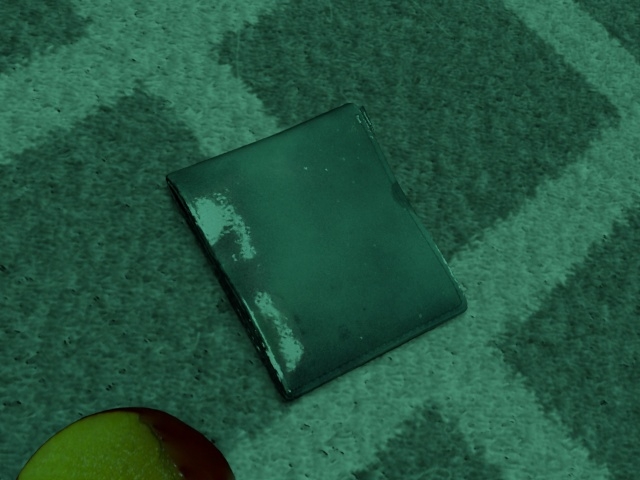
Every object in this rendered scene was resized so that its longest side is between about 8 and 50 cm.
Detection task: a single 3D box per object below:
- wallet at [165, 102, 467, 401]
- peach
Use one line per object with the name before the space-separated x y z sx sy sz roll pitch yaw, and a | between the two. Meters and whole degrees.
wallet | 0.000 -0.001 0.926 0.251 0.054 0.290 -25 73 -22
peach | -0.164 0.231 0.690 0.190 0.192 0.190 10 50 -12
